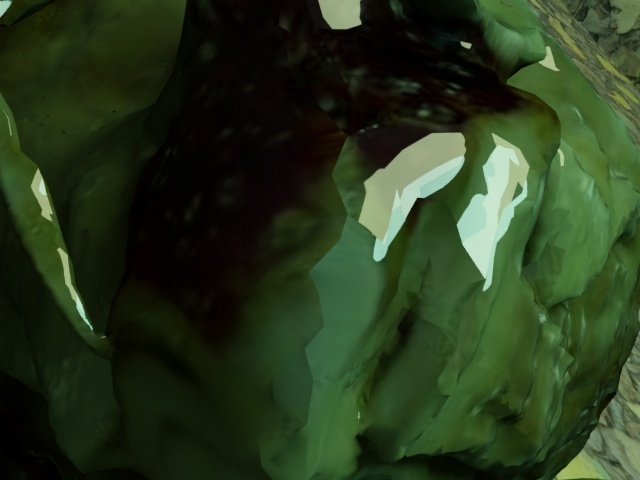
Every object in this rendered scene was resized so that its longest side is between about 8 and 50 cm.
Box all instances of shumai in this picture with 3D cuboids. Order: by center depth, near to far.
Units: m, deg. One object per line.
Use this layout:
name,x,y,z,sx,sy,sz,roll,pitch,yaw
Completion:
shumai,-0.022,0.010,0.636,0.395,0.395,0.348,43,1,-4

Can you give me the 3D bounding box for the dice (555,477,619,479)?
dice,0.124,0.312,0.543,0.330,0.318,0.322,36,24,-19
